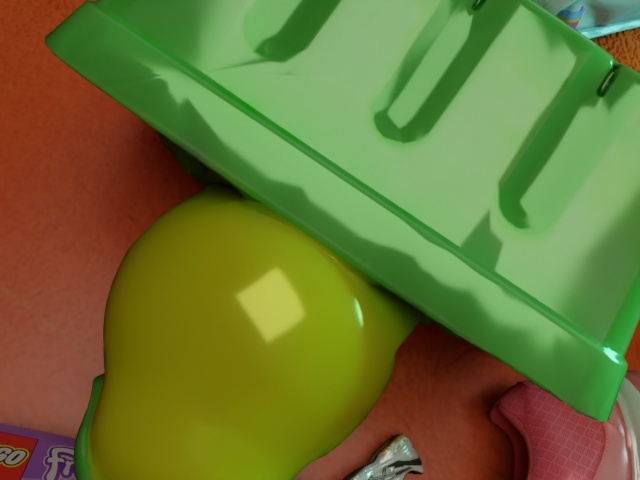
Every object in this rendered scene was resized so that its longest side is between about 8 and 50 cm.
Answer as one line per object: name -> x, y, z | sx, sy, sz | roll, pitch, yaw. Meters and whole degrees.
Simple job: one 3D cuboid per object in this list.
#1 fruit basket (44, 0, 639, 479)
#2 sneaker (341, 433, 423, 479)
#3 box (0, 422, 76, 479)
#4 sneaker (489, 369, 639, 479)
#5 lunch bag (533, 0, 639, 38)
fruit basket -> 0.000, 0.000, 0.462 | 0.391, 0.283, 0.392 | 1, 98, 6
sneaker -> 0.040, 0.177, 0.516 | 0.083, 0.032, 0.037 | -34, 82, -19
box -> -0.087, 0.213, 0.392 | 0.293, 0.201, 0.057 | 15, 115, -10
sneaker -> 0.176, 0.245, 0.497 | 0.136, 0.116, 0.314 | 4, 65, 0
lunch bag -> 0.229, -0.300, 0.640 | 0.262, 0.160, 0.224 | -23, 79, -23
